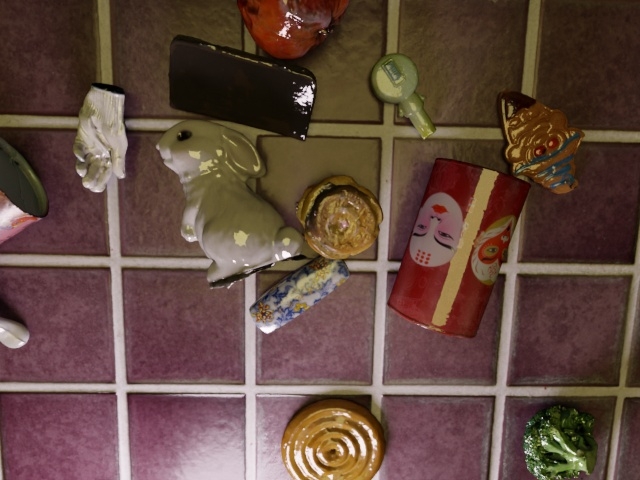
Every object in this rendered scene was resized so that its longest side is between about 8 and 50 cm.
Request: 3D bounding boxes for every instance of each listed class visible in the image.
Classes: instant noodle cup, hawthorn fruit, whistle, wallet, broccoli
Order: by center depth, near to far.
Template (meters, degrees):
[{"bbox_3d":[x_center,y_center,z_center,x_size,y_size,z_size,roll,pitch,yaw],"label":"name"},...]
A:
[{"bbox_3d":[-0.074,-0.498,0.894,0.242,0.242,0.272,-43,98,5],"label":"hawthorn fruit"},{"bbox_3d":[-0.714,-0.076,0.945,0.231,0.243,0.243,-28,99,-3],"label":"instant noodle cup"},{"bbox_3d":[-0.164,-0.315,0.985,0.309,0.042,0.165,14,132,-2],"label":"wallet"},{"bbox_3d":[0.186,-0.310,1.019,0.104,0.057,0.198,-34,97,4],"label":"whistle"},{"bbox_3d":[0.571,0.485,1.116,0.195,0.156,0.196,-1,91,-34],"label":"broccoli"}]

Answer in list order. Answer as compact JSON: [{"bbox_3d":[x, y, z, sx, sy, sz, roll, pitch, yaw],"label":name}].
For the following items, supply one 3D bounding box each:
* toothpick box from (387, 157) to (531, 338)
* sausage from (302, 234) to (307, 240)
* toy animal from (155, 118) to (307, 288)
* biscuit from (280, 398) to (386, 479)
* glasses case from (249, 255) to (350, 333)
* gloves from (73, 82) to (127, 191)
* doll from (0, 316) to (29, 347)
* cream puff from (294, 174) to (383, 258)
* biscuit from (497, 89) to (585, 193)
[{"bbox_3d":[0.288,0.013,1.002,0.204,0.204,0.334,17,97,-4],"label":"toothpick box"},{"bbox_3d":[0.000,0.000,1.084,0.100,0.015,0.015,10,98,-4],"label":"sausage"},{"bbox_3d":[-0.191,-0.092,0.989,0.257,0.194,0.358,-18,91,11],"label":"toy animal"},{"bbox_3d":[0.033,0.512,1.156,0.261,0.037,0.262,0,98,-1],"label":"biscuit"},{"bbox_3d":[-0.049,0.116,1.075,0.248,0.065,0.087,-36,95,4],"label":"glasses case"},{"bbox_3d":[-0.459,-0.215,0.996,0.119,0.097,0.229,15,94,1],"label":"gloves"},{"bbox_3d":[-0.767,0.146,0.984,0.237,0.252,0.111,30,73,2],"label":"doll"},{"bbox_3d":[0.035,-0.052,1.020,0.189,0.129,0.189,-2,102,-10],"label":"cream puff"},{"bbox_3d":[0.491,-0.222,1.058,0.183,0.043,0.280,-37,101,1],"label":"biscuit"}]
